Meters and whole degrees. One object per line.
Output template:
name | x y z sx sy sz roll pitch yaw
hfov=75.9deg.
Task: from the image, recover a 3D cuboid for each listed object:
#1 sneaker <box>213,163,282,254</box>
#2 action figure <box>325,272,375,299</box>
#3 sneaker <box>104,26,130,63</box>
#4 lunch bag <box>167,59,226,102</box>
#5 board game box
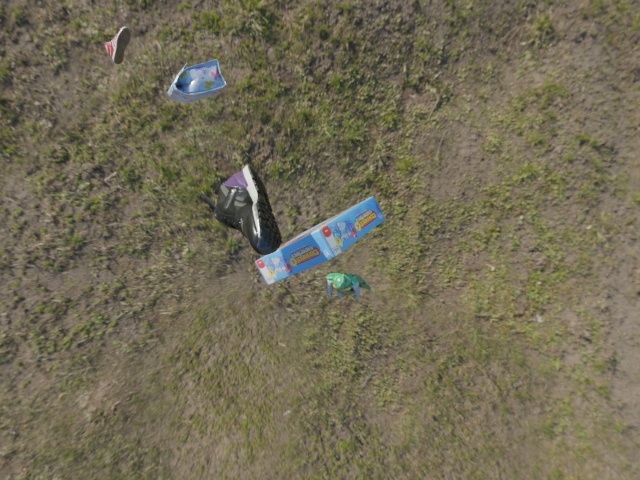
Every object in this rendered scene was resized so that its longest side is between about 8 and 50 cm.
sneaker | -0.175 -0.050 0.932 0.124 0.283 0.107 -28 132 5
action figure | 0.060 0.112 1.008 0.137 0.232 0.064 5 78 11
sneaker | -0.650 -0.635 1.313 0.067 0.042 0.119 44 117 21
lunch bag | -0.205 -0.256 0.666 0.083 0.071 0.053 -26 106 -20
board game box | 0.000 0.000 1.279 0.301 0.308 0.086 -34 96 -47
